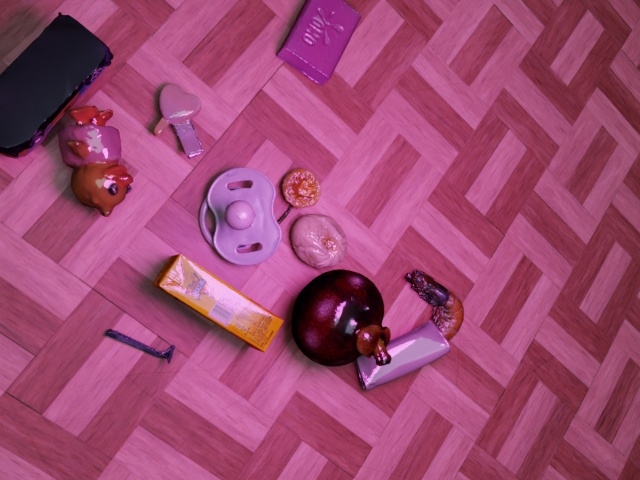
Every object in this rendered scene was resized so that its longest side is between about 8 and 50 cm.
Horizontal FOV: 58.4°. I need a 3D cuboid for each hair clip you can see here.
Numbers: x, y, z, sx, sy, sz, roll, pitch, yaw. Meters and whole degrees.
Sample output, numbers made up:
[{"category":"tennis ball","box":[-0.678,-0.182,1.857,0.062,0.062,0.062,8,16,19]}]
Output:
[{"category":"hair clip","box":[-0.411,-0.344,1.651,0.159,0.071,0.218,-21,91,-19]}]

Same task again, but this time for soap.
[{"category":"soap","box":[-0.003,-0.650,1.818,0.181,0.081,0.259,31,77,-18]}]

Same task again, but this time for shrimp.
[{"category":"shrimp","box":[0.361,0.236,1.932,0.290,0.054,0.222,43,73,-18]}]

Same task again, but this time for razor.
[{"category":"razor","box":[-0.504,0.292,1.594,0.190,0.033,0.066,25,34,-16]}]

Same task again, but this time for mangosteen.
[{"category":"mangosteen","box":[0.062,0.231,1.685,0.297,0.293,0.297,-5,99,-31]}]

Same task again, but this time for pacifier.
[{"category":"pacifier","box":[-0.233,-0.070,1.624,0.238,0.226,0.287,-5,88,-4]}]

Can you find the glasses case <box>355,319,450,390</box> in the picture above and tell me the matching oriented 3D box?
[{"category":"glasses case","box":[0.258,0.372,1.859,0.308,0.083,0.128,-22,78,-7]}]

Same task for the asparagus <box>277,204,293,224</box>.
[{"category":"asparagus","box":[-0.121,-0.068,1.775,0.018,0.015,0.127,45,72,-15]}]

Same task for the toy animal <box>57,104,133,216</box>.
[{"category":"toy animal","box":[-0.596,-0.202,1.518,0.169,0.195,0.281,-19,91,18]}]

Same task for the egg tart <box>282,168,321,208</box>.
[{"category":"egg tart","box":[-0.062,-0.157,1.784,0.130,0.052,0.130,2,86,-23]}]

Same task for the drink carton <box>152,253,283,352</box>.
[{"category":"drink carton","box":[-0.291,0.177,1.618,0.351,0.154,0.111,35,75,-17]}]

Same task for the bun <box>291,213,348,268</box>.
[{"category":"bun","box":[0.000,0.000,1.769,0.164,0.111,0.188,-35,97,-23]}]

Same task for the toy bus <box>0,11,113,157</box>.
[{"category":"toy bus","box":[-0.715,-0.375,1.472,0.171,0.162,0.386,38,74,-13]}]
